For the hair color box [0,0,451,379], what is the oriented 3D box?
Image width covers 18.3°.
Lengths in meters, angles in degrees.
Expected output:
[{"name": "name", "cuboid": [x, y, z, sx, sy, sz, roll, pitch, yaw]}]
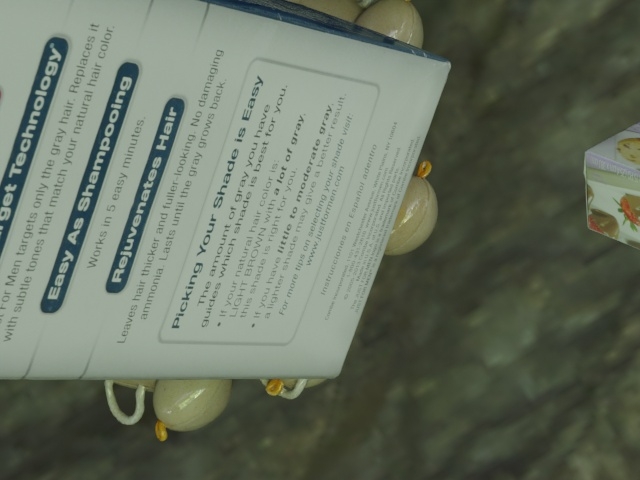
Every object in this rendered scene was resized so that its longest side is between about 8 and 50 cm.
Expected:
[{"name": "hair color box", "cuboid": [-0.097, -0.035, 0.860, 0.347, 0.105, 0.173, 6, 106, -56]}]

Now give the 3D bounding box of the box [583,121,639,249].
[{"name": "box", "cuboid": [0.306, 0.005, 1.238, 0.067, 0.063, 0.324, -29, -143, -32]}]

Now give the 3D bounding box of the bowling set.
[{"name": "bowling set", "cuboid": [0.000, 0.000, 1.140, 0.154, 0.200, 0.287, 29, -94, 46]}]
